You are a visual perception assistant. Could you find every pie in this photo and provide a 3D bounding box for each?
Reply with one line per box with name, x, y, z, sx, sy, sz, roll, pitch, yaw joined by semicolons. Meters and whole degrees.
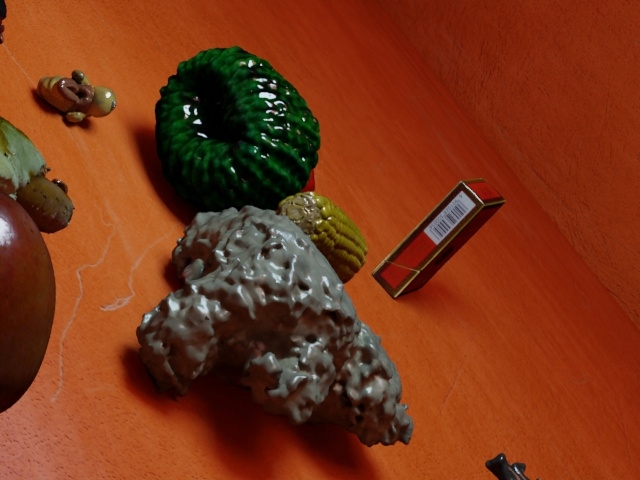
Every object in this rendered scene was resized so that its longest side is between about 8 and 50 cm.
pie;-0.405;-0.116;1.247;0.257;0.105;0.274;42;-1;15

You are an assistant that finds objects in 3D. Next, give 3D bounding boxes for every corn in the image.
corn;0.000;0.000;1.744;0.119;0.119;0.322;49;3;16

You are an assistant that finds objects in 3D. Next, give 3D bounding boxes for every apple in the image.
apple;-0.331;0.052;0.958;0.234;0.234;0.234;37;21;-17

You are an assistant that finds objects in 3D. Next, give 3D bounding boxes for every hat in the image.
hat;-0.091;-0.134;1.790;0.332;0.242;0.274;38;33;-54

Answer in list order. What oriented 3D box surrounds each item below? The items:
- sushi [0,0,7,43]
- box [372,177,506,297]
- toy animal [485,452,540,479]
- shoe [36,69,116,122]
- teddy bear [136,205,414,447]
sushi;-0.473;-0.280;1.439;0.153;0.150;0.172;35;21;-21
box;0.215;-0.006;2.068;0.074;0.240;0.153;47;20;9
toy animal;0.255;0.385;1.576;0.146;0.114;0.245;41;40;13
shoe;-0.349;-0.204;1.650;0.109;0.072;0.069;35;-18;-34
teddy bear;-0.033;0.136;1.440;0.367;0.224;0.357;53;15;-18
